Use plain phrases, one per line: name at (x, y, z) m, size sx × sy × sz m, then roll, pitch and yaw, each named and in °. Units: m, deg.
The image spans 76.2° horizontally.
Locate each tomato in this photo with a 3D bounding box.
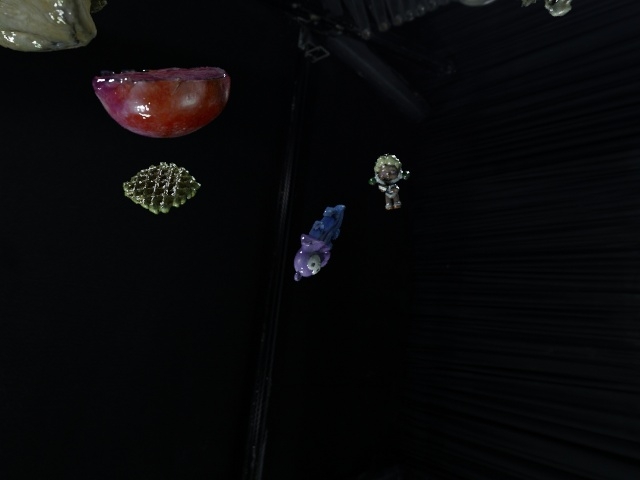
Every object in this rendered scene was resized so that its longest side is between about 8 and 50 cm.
tomato at (-0.399, -0.357, 1.076) m, size 0.335 × 0.290 × 0.176 m, roll -25°, pitch -56°, yaw -41°

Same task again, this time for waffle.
waffle at (-0.431, -0.148, 1.112) m, size 0.169 × 0.184 × 0.036 m, roll -45°, pitch -23°, yaw -33°

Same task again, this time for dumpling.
dumpling at (-0.373, -0.295, 0.537) m, size 0.166 × 0.333 × 0.085 m, roll -15°, pitch -71°, yaw -61°

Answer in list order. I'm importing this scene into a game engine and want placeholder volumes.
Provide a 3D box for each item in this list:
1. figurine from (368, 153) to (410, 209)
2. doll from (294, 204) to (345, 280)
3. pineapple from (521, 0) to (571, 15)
figurine at (0.248, -0.213, 1.465) m, size 0.093 × 0.147 × 0.196 m, roll 34°, pitch -131°, yaw -74°
doll at (0.000, 0.000, 0.877) m, size 0.205 × 0.067 × 0.110 m, roll -59°, pitch -32°, yaw -19°
pineapple at (0.330, -0.437, 0.464) m, size 0.175 × 0.175 × 0.360 m, roll 20°, pitch -91°, yaw -44°
